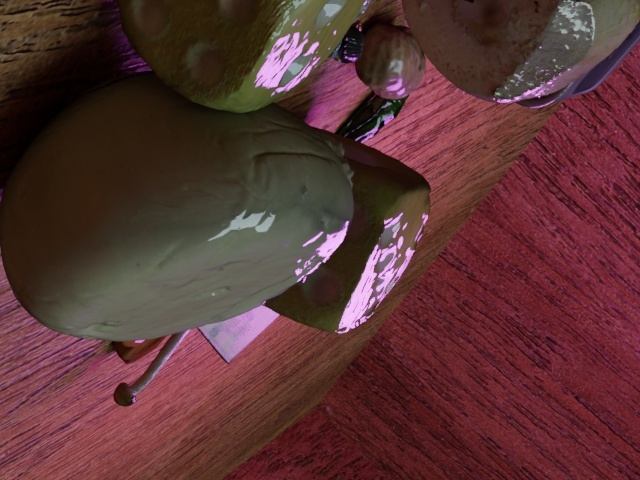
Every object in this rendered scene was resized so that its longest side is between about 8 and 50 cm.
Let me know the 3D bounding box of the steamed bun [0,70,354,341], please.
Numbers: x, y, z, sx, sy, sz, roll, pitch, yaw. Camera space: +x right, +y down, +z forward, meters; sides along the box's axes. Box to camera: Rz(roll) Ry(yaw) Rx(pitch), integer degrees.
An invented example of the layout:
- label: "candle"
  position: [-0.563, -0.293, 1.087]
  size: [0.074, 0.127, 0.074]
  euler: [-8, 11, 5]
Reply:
- label: "steamed bun"
  position: [-0.157, -0.049, 1.412]
  size: [0.334, 0.233, 0.312]
  euler: [-26, 162, 18]

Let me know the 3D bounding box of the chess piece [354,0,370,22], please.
- label: "chess piece"
  position: [0.004, -0.280, 1.551]
  size: [0.067, 0.103, 0.067]
  euler: [-44, 169, -11]

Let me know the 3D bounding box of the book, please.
- label: "book"
  position: [-0.112, 0.081, 2.396]
  size: [0.231, 0.026, 0.161]
  euler: [-44, 134, -11]

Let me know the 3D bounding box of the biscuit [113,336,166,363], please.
- label: "biscuit"
  position: [-0.219, 0.075, 2.141]
  size: [0.202, 0.047, 0.334]
  euler: [-35, 165, -45]

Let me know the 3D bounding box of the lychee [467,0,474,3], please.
- label: "lychee"
  position: [0.135, -0.369, 1.690]
  size: [0.101, 0.114, 0.140]
  euler: [22, 88, -42]

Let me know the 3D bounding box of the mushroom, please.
- label: "mushroom"
  position: [-0.215, 0.147, 2.247]
  size: [0.306, 0.043, 0.068]
  euler: [-47, -165, -30]

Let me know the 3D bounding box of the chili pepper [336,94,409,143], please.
- label: "chili pepper"
  position: [0.072, -0.181, 2.296]
  size: [0.182, 0.050, 0.073]
  euler: [-47, 176, 15]

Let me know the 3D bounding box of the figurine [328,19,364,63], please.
- label: "figurine"
  position: [0.021, -0.260, 1.851]
  size: [0.106, 0.047, 0.060]
  euler: [-8, 105, -61]

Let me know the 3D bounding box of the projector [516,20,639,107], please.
- label: "projector"
  position: [0.351, -0.359, 2.168]
  size: [0.248, 0.248, 0.249]
  euler: [-51, 168, 24]

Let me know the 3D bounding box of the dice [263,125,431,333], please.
- label: "dice"
  position: [0.005, -0.020, 2.029]
  size: [0.233, 0.227, 0.238]
  euler: [-67, 165, 14]

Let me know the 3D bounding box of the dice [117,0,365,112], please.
- label: "dice"
  position: [-0.068, -0.230, 1.297]
  size: [0.169, 0.166, 0.169]
  euler: [-32, 162, -50]

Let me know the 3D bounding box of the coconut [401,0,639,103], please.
- label: "coconut"
  position: [0.272, -0.336, 1.882]
  size: [0.254, 0.297, 0.297]
  euler: [-33, 163, -42]

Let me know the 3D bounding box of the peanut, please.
- label: "peanut"
  position: [0.105, -0.256, 2.062]
  size: [0.104, 0.086, 0.228]
  euler: [-65, 169, 1]
